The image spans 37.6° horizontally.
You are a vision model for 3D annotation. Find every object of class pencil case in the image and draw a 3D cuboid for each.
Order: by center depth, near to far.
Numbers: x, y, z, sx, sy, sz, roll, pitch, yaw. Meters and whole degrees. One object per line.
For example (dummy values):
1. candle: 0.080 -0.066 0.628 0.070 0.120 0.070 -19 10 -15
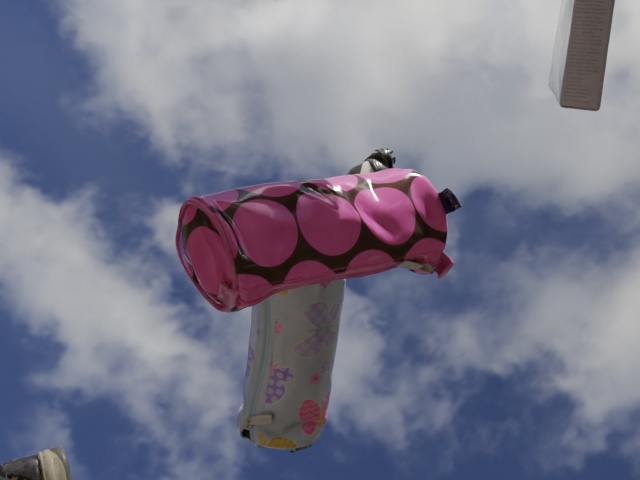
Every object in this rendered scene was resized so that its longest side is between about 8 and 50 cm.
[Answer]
1. pencil case: 0.000 0.000 0.712 0.095 0.209 0.098 -53 -125 52
2. pencil case: -0.041 0.131 1.193 0.113 0.124 0.273 36 -55 47

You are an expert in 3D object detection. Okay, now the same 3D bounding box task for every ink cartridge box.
1. ink cartridge box: 0.285 -0.262 1.005 0.045 0.223 0.224 8 -75 8

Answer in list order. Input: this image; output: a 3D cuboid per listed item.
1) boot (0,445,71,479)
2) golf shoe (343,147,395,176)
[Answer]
1. boot: -0.439 0.447 1.158 0.284 0.138 0.377 -3 -123 -16
2. golf shoe: 0.031 -0.029 1.065 0.094 0.198 0.077 -31 -110 -23
